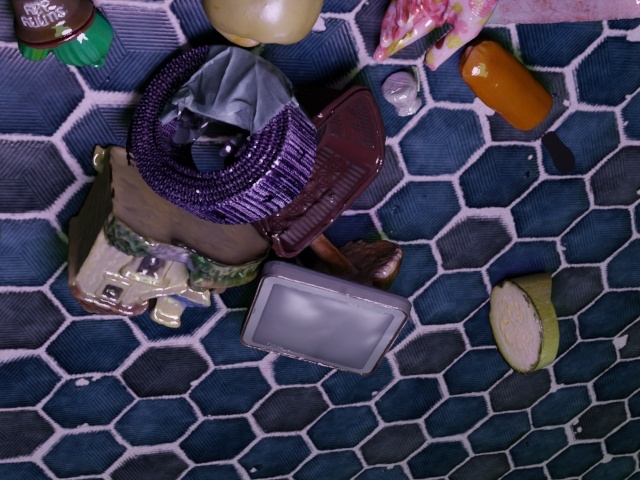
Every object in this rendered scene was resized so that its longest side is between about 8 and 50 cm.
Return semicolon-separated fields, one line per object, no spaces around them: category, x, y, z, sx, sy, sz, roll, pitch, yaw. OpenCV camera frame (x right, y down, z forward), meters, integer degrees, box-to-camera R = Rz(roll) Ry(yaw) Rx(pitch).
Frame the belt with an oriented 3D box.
belt;-0.153;-0.163;1.557;0.260;0.325;0.122;-59;143;-2

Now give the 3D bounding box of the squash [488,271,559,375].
squash;0.464;0.183;2.200;0.133;0.220;0.220;-5;132;-14

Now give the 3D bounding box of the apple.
apple;-0.083;-0.375;1.493;0.200;0.200;0.200;-12;134;-12

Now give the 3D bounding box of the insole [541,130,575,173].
insole;0.477;-0.175;2.027;0.045;0.002;0.135;-38;134;12

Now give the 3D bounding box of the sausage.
sausage;0.329;-0.278;1.813;0.098;0.098;0.238;-43;134;18

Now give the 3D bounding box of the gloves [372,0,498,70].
gloves;0.180;-0.374;1.653;0.145;0.126;0.241;21;149;-41

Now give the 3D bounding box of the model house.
model house;-0.279;0.034;1.732;0.321;0.261;0.266;21;123;-27

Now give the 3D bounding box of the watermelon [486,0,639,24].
watermelon;0.416;-0.430;1.616;0.283;0.293;0.250;-4;161;-20

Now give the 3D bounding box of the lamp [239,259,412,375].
lamp;0.003;0.145;1.812;0.266;0.047;0.269;17;145;-5

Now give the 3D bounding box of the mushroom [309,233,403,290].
mushroom;0.008;0.031;1.868;0.233;0.208;0.301;-27;142;25

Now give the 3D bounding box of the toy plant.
toy plant;-0.385;-0.311;1.486;0.143;0.105;0.200;-16;147;4

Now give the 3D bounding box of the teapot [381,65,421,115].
teapot;0.150;-0.263;1.781;0.083;0.064;0.064;-54;144;-14

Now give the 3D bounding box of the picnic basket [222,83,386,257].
picnic basket;-0.030;-0.132;1.709;0.297;0.129;0.222;-45;141;-22
